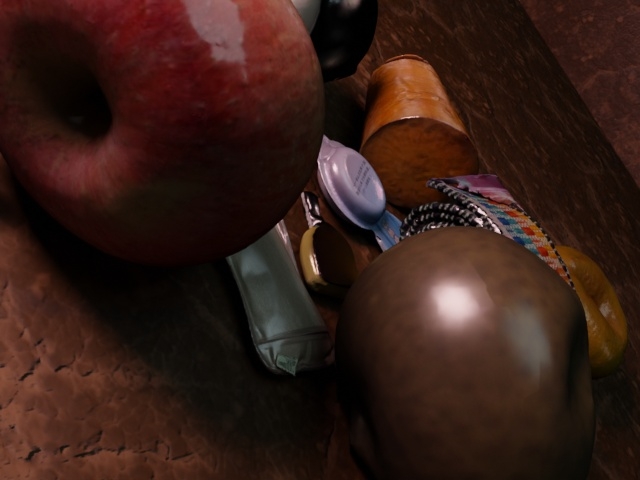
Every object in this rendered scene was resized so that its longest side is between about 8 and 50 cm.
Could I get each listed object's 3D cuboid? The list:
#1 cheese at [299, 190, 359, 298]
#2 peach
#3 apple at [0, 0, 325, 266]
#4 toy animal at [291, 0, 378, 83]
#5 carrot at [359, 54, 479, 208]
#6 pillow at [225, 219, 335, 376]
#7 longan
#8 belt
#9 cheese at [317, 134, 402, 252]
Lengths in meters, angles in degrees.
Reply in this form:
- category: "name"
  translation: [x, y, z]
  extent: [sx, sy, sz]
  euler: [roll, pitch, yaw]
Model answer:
- category: "cheese"
  translation: [0.001, 0.000, 0.972]
  extent: [0.086, 0.036, 0.162]
  euler: [14, 49, -38]
- category: "peach"
  translation: [0.442, 0.130, 1.271]
  extent: [0.251, 0.153, 0.251]
  euler: [23, 44, -25]
- category: "apple"
  translation: [-0.148, -0.148, 0.690]
  extent: [0.344, 0.345, 0.269]
  euler: [52, 35, 0]
- category: "toy animal"
  translation: [-0.073, -0.328, 1.010]
  extent: [0.310, 0.251, 0.250]
  euler: [-23, 77, -49]
- category: "carrot"
  translation: [0.161, -0.199, 1.208]
  extent: [0.196, 0.196, 0.254]
  euler: [33, 38, -26]
- category: "pillow"
  translation: [-0.059, 0.051, 0.854]
  extent: [0.131, 0.038, 0.232]
  euler: [-3, 62, -49]
- category: "longan"
  translation: [0.162, 0.150, 0.809]
  extent: [0.288, 0.288, 0.349]
  euler: [13, 62, -43]
- category: "belt"
  translation: [0.240, 0.061, 1.051]
  extent: [0.161, 0.207, 0.295]
  euler: [3, 50, -44]
- category: "cheese"
  translation: [0.066, -0.057, 1.083]
  extent: [0.244, 0.052, 0.135]
  euler: [50, 36, -20]
